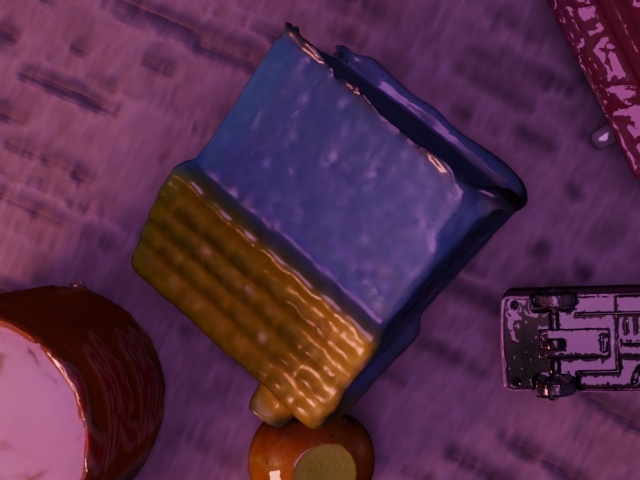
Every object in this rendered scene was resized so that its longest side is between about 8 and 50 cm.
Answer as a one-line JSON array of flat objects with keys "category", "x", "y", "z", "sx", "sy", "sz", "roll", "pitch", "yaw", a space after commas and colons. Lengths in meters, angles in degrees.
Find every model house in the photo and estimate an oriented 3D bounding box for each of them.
[{"category": "model house", "x": 0.000, "y": 0.000, "z": 1.163, "sx": 0.237, "sy": 0.215, "sz": 0.303, "roll": 41, "pitch": 97, "yaw": 11}]

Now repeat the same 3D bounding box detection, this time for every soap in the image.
[{"category": "soap", "x": 0.310, "y": -0.151, "z": 1.169, "sx": 0.162, "sy": 0.099, "sz": 0.250, "roll": -24, "pitch": 80, "yaw": 9}]

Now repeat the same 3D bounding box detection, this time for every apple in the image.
[{"category": "apple", "x": -0.009, "y": 0.204, "z": 1.231, "sx": 0.114, "sy": 0.099, "sz": 0.102, "roll": -3, "pitch": 100, "yaw": -19}]

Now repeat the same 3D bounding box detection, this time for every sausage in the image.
[{"category": "sausage", "x": -0.271, "y": 0.158, "z": 1.163, "sx": 0.233, "sy": 0.287, "sz": 0.233, "roll": 0, "pitch": 92, "yaw": 7}]

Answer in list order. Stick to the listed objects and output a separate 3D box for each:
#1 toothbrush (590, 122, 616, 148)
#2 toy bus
[{"category": "toothbrush", "x": 0.369, "y": -0.164, "z": 1.218, "sx": 0.288, "sy": 0.024, "sz": 0.021, "roll": -32, "pitch": 86, "yaw": 6}, {"category": "toy bus", "x": 0.259, "y": 0.084, "z": 1.195, "sx": 0.199, "sy": 0.108, "sz": 0.096, "roll": -2, "pitch": 95, "yaw": 8}]
